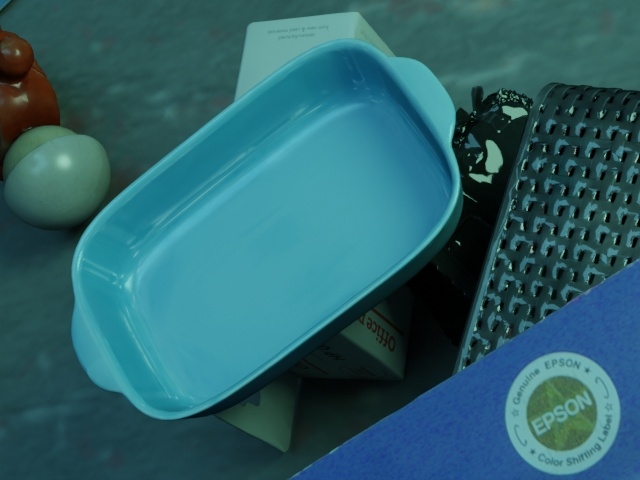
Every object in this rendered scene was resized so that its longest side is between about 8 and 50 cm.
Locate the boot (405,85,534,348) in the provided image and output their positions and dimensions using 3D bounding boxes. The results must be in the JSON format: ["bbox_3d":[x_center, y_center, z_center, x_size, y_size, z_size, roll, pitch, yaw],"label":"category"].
[{"bbox_3d":[0.085,-0.002,0.724,0.121,0.045,0.099,47,62,-4],"label":"boot"}]

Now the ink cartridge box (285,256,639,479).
[{"bbox_3d":[0.054,0.215,0.529,0.324,0.071,0.330,-35,67,21],"label":"ink cartridge box"}]

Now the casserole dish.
[{"bbox_3d":[-0.020,-0.001,0.667,0.188,0.037,0.114,-38,58,9],"label":"casserole dish"}]

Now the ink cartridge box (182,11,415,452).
[{"bbox_3d":[0.000,0.000,0.742,0.062,0.104,0.181,-1,69,28],"label":"ink cartridge box"}]

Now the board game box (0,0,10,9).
[{"bbox_3d":[-0.238,-0.198,1.005,0.211,0.039,0.160,-41,55,6],"label":"board game box"}]

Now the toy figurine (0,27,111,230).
[{"bbox_3d":[-0.240,-0.035,0.830,0.213,0.209,0.148,-42,61,7],"label":"toy figurine"}]

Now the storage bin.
[{"bbox_3d":[0.122,0.039,0.645,0.084,0.122,0.180,8,72,32],"label":"storage bin"}]
